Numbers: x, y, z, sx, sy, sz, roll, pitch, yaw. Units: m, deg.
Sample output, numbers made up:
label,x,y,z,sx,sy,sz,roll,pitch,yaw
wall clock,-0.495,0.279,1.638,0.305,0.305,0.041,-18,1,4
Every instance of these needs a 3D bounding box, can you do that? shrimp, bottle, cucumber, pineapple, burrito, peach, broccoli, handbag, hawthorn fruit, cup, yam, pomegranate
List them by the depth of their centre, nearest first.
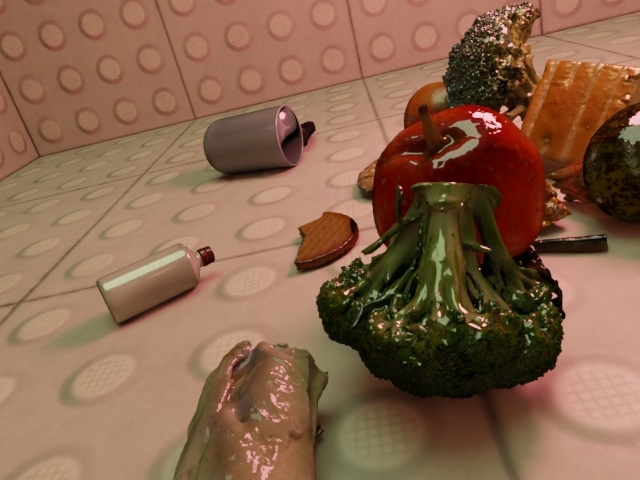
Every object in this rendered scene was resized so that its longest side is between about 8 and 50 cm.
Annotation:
label,x,y,z,sx,sy,sz,roll,pitch,yaw
burrito,-0.088,0.261,0.601,0.190,0.135,0.332,-5,29,5
broccoli,0.144,0.065,0.699,0.321,0.284,0.303,8,8,33
hawthorn fruit,0.208,-0.095,0.870,0.287,0.330,0.287,-14,51,18
cucumber,0.354,0.028,0.938,0.053,0.053,0.181,-10,24,10
yam,0.441,0.008,0.959,0.129,0.033,0.027,-5,53,29
pomegranate,0.574,-0.118,0.999,0.221,0.277,0.204,-6,58,-31
pineapple,0.360,-0.105,1.089,0.139,0.164,0.250,-29,32,-11
bottle,-0.342,0.078,1.152,0.245,0.104,0.104,-26,27,-24
broccoli,0.493,-0.417,1.366,0.396,0.353,0.275,-15,34,-25
shrimp,0.245,-0.167,1.391,0.233,0.071,0.364,-35,32,-28
peach,0.353,-0.348,1.529,0.230,0.231,0.231,-12,25,6
cup,-0.236,-0.341,1.854,0.312,0.206,0.205,-4,27,23
handbag,-0.144,-0.385,2.054,0.246,0.080,0.223,-11,18,13

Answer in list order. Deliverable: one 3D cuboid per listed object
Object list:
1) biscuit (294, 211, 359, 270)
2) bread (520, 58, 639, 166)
label,x,y,z,sx,sy,sz,roll,pitch,yaw
biscuit,0.000,0.001,1.211,0.176,0.031,0.228,8,35,41
bread,0.592,-0.275,1.218,0.111,0.246,0.239,15,10,-39
